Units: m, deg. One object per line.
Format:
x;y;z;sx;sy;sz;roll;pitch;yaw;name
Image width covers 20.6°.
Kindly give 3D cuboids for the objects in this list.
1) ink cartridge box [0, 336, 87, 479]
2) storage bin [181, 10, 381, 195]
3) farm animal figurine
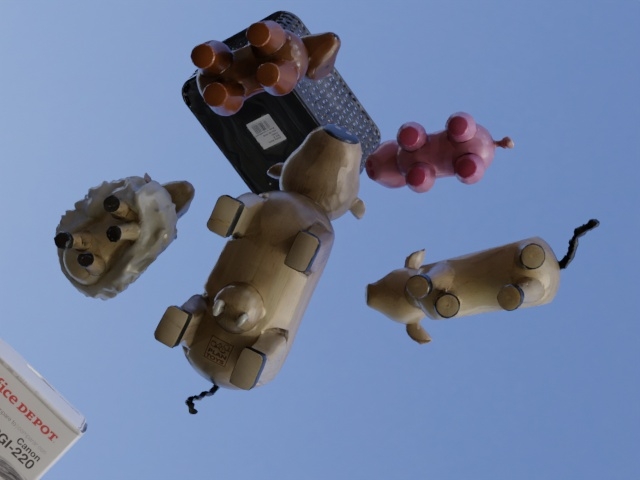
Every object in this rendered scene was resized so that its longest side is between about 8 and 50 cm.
-0.398;0.239;2.023;0.158;0.092;0.218;44;-92;-5;ink cartridge box
-0.039;-0.127;1.793;0.122;0.084;0.180;-23;-67;36;storage bin
0.000;0.000;1.395;0.330;0.172;0.327;44;-82;8;farm animal figurine
